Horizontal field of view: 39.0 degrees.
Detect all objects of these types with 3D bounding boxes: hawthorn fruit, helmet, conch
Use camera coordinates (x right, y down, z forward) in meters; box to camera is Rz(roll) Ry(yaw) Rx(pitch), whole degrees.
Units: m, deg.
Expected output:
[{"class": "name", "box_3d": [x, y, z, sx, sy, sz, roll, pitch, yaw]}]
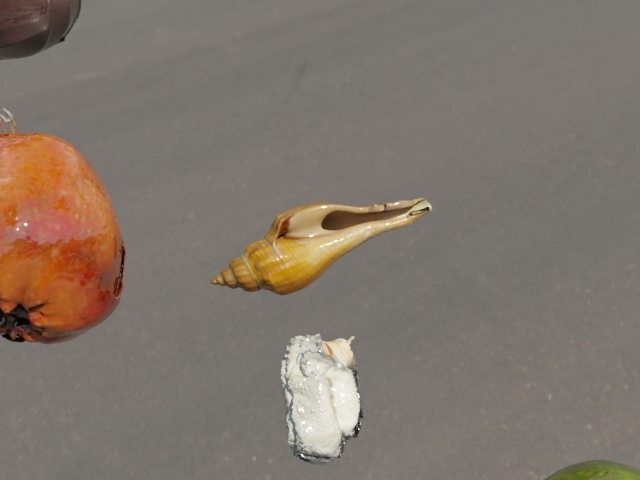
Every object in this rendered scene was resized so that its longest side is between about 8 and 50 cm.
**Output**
[{"class": "hawthorn fruit", "box_3d": [-0.331, -0.030, 1.019, 0.211, 0.211, 0.299, -11, 63, -7]}, {"class": "helmet", "box_3d": [-0.615, -0.449, 1.721, 0.305, 0.225, 0.177, -11, 24, -7]}, {"class": "conch", "box_3d": [-0.001, 0.001, 1.285, 0.330, 0.109, 0.093, -21, -2, -10]}]

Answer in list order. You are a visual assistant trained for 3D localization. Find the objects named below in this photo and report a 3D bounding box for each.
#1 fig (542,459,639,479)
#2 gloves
[{"class": "fig", "box_3d": [0.275, 0.289, 0.716, 0.206, 0.206, 0.275, -24, 4, -26]}, {"class": "gloves", "box_3d": [0.001, 0.190, 1.082, 0.070, 0.153, 0.114, -17, -21, 35]}]
